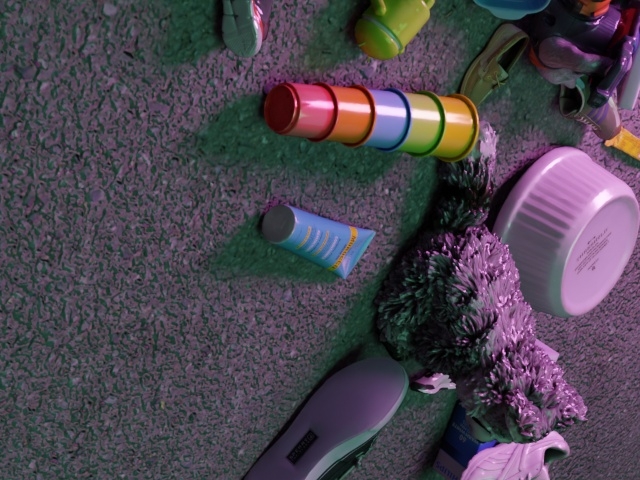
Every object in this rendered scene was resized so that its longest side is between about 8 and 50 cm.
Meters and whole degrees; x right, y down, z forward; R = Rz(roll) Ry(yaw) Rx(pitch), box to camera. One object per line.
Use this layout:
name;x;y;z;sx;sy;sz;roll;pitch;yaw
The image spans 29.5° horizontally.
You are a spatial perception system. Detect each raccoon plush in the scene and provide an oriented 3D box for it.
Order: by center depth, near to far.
raccoon plush;0.246;0.088;1.728;0.216;0.299;0.446;-26;131;-30

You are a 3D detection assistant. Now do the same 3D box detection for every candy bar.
candy bar;0.529;-0.159;2.057;0.161;0.018;0.040;17;107;-49

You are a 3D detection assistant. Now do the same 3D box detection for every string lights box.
string lights box;0.300;0.294;2.090;0.133;0.077;0.259;-2;117;-45

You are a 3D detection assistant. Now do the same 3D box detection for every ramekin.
ramekin;0.393;-0.001;1.927;0.273;0.127;0.272;-30;135;-35

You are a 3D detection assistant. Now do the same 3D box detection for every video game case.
video game case;0.480;-0.327;1.800;0.206;0.026;0.226;-62;166;-65

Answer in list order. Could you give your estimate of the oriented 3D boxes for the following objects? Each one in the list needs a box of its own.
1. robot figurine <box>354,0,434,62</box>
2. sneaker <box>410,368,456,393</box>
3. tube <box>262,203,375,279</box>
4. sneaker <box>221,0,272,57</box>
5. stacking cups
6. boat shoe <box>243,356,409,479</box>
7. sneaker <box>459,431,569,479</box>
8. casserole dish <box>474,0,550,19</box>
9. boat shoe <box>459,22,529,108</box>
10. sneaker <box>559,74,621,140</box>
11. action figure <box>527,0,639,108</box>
robot figurine;0.089;-0.273;1.510;0.115;0.067;0.101;-50;151;-6
sneaker;0.184;0.221;1.966;0.109;0.040;0.043;-7;104;-46
tube;0.000;0.000;1.627;0.080;0.052;0.207;-53;147;11
sneaker;-0.080;-0.287;1.358;0.065;0.061;0.157;-48;149;-53
stacking cups;0.062;-0.153;1.558;0.316;0.096;0.096;0;116;-40
boat shoe;0.020;0.302;1.797;0.306;0.113;0.105;-49;146;-4
sneaker;0.323;0.389;2.026;0.232;0.115;0.090;-41;139;-17
casserole dish;0.256;-0.382;1.582;0.037;0.114;0.188;-68;165;-59
boat shoe;0.243;-0.240;1.700;0.050;0.045;0.135;24;98;-49
sneaker;0.403;-0.212;1.869;0.086;0.064;0.192;-37;137;-10
action figure;0.376;-0.363;1.686;0.341;0.179;0.330;-63;170;-47
